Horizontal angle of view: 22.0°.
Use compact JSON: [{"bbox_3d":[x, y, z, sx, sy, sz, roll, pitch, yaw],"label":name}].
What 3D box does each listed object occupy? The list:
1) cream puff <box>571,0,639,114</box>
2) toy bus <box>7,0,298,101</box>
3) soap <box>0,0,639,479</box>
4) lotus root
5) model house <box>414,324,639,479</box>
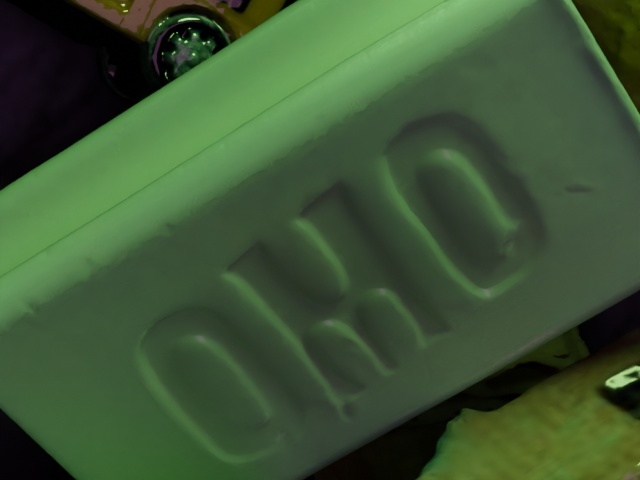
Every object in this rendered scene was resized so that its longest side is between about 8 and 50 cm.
[{"bbox_3d":[0.250,-0.123,0.741,0.323,0.270,0.274,-34,111,-14],"label":"cream puff"},{"bbox_3d":[-0.080,-0.127,0.694,0.201,0.098,0.114,29,85,-21],"label":"toy bus"},{"bbox_3d":[0.000,0.000,0.657,0.265,0.087,0.160,-31,126,11],"label":"soap"},{"bbox_3d":[0.082,0.105,0.770,0.159,0.095,0.135,-36,123,-33],"label":"lotus root"},{"bbox_3d":[0.134,0.178,0.641,0.325,0.194,0.267,-25,116,-13],"label":"model house"}]
